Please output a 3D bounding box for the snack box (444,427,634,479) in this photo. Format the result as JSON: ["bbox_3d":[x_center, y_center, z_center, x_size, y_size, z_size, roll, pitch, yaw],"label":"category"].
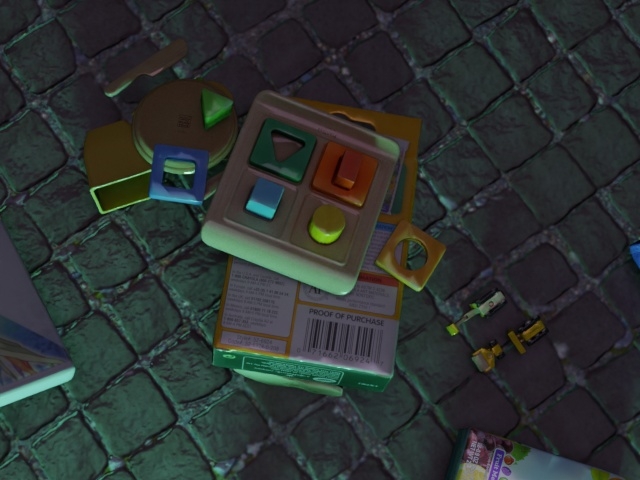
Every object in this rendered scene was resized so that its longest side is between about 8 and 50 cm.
[{"bbox_3d":[0.240,0.330,1.340,0.207,0.070,0.174,18,79,-3],"label":"snack box"}]

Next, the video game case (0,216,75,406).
[{"bbox_3d":[-0.479,0.076,1.255,0.329,0.036,0.300,-20,68,-30],"label":"video game case"}]

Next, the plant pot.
[{"bbox_3d":[-0.239,-0.094,1.374,0.081,0.081,0.083,-18,72,-7],"label":"plant pot"}]

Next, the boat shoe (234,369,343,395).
[{"bbox_3d":[-0.036,0.152,1.362,0.133,0.049,0.042,10,71,-3],"label":"boat shoe"}]

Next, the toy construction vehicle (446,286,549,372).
[{"bbox_3d":[0.212,0.106,1.399,0.098,0.035,0.086,-38,96,-7],"label":"toy construction vehicle"}]

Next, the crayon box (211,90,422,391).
[{"bbox_3d":[0.000,0.000,1.353,0.203,0.083,0.323,10,69,-2],"label":"crayon box"}]

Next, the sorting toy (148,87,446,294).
[{"bbox_3d":[-0.016,-0.059,1.288,0.348,0.047,0.196,21,71,-4],"label":"sorting toy"}]

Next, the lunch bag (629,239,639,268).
[{"bbox_3d":[0.534,0.044,1.400,0.293,0.138,0.221,-30,85,4],"label":"lunch bag"}]

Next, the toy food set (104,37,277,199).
[{"bbox_3d":[-0.153,-0.132,1.348,0.132,0.038,0.192,-34,74,-14],"label":"toy food set"}]
